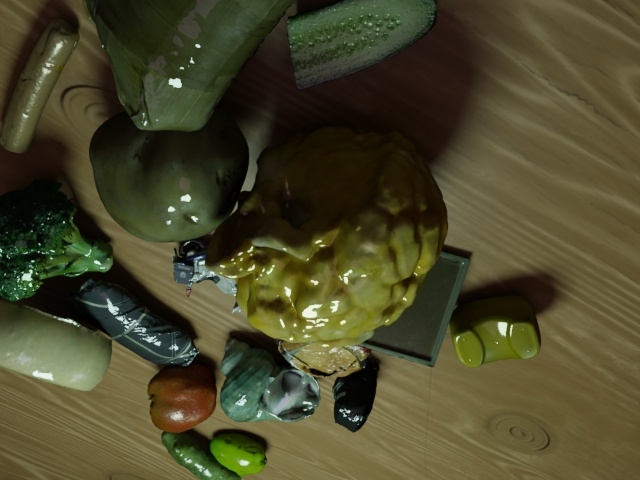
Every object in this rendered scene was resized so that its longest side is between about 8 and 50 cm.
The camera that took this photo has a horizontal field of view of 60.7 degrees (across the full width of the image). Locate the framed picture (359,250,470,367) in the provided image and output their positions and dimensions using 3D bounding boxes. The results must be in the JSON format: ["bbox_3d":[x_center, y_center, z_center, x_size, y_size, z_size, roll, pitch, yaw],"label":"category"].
[{"bbox_3d":[0.115,0.106,1.137,0.334,0.022,0.248,16,98,-2],"label":"framed picture"}]

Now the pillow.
[{"bbox_3d":[-0.445,0.204,1.316,0.161,0.093,0.335,-19,127,37],"label":"pillow"}]

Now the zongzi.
[{"bbox_3d":[-0.194,-0.400,0.747,0.356,0.174,0.393,-40,69,25],"label":"zongzi"}]

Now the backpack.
[{"bbox_3d":[0.079,0.372,1.320,0.105,0.165,0.120,19,123,8],"label":"backpack"}]

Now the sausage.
[{"bbox_3d":[-0.524,-0.280,1.005,0.065,0.066,0.301,34,122,-16],"label":"sausage"}]

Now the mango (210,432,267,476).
[{"bbox_3d":[-0.242,0.626,1.598,0.178,0.100,0.119,17,132,10],"label":"mango"}]

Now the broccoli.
[{"bbox_3d":[-0.559,0.001,1.135,0.268,0.254,0.269,3,163,1],"label":"broccoli"}]

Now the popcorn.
[{"bbox_3d":[0.020,-0.005,0.940,0.389,0.344,0.354,-9,119,7],"label":"popcorn"}]

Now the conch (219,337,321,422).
[{"bbox_3d":[-0.148,0.357,1.350,0.220,0.195,0.277,-41,88,10],"label":"conch"}]

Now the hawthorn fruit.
[{"bbox_3d":[-0.354,0.398,1.408,0.189,0.189,0.189,4,126,6],"label":"hawthorn fruit"}]

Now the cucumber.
[{"bbox_3d":[0.065,-0.330,0.869,0.243,0.063,0.115,-10,115,17],"label":"cucumber"}]

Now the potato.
[{"bbox_3d":[-0.267,-0.119,0.955,0.326,0.221,0.243,-3,98,38],"label":"potato"}]

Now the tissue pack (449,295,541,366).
[{"bbox_3d":[0.368,0.186,1.162,0.178,0.127,0.123,-14,115,18],"label":"tissue pack"}]

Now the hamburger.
[{"bbox_3d":[0.008,0.223,1.259,0.230,0.107,0.231,4,130,5],"label":"hamburger"}]

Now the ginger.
[{"bbox_3d":[-0.352,0.660,1.630,0.290,0.137,0.089,39,93,-22],"label":"ginger"}]

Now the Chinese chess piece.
[{"bbox_3d":[-0.656,0.236,1.263,0.337,0.141,0.338,18,160,7],"label":"Chinese chess piece"}]

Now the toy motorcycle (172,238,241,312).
[{"bbox_3d":[-0.219,0.079,1.201,0.221,0.102,0.150,12,106,-3],"label":"toy motorcycle"}]
